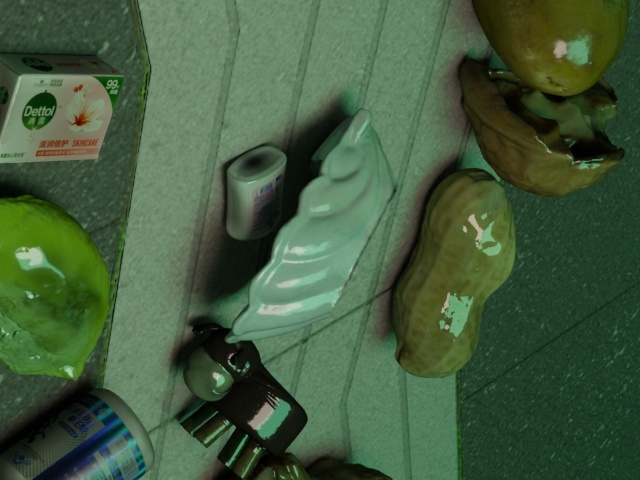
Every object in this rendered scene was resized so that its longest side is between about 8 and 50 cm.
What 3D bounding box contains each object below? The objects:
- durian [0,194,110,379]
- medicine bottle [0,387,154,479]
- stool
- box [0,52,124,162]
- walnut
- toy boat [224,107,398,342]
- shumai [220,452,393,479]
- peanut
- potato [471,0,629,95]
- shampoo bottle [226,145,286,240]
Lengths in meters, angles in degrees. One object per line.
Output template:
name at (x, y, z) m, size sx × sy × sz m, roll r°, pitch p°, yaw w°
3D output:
durian at (-0.268, 0.039, 1.494) m, size 0.139 × 0.101 × 0.250 m, roll -38°, pitch 145°, yaw -22°
medicine bottle at (-0.275, 0.246, 1.675) m, size 0.191 × 0.107 × 0.107 m, roll -35°, pitch 143°, yaw -26°
stool at (-0.098, 0.183, 1.832) m, size 0.121 × 0.125 × 0.217 m, roll -46°, pitch 137°, yaw -9°
box at (-0.243, -0.117, 1.433) m, size 0.125 × 0.043 × 0.089 m, roll -8°, pitch 126°, yaw -49°
walnut at (0.266, -0.129, 1.939) m, size 0.238 × 0.204 × 0.141 m, roll -15°, pitch 145°, yaw -45°
toy boat at (0.000, 0.000, 1.749) m, size 0.290 × 0.100 × 0.199 m, roll -63°, pitch 180°, yaw -11°
shumai at (-0.063, 0.387, 2.078) m, size 0.283 × 0.217 × 0.346 m, roll 46°, pitch 65°, yaw -25°
peanut at (0.167, 0.045, 2.030) m, size 0.130 × 0.130 × 0.290 m, roll -8°, pitch 126°, yaw -48°
potato at (0.268, -0.237, 1.805) m, size 0.178 × 0.158 × 0.203 m, roll -10°, pitch 138°, yaw 3°
shampoo bottle at (-0.070, -0.045, 1.722) m, size 0.072 × 0.043 × 0.099 m, roll -35°, pitch 145°, yaw -37°
